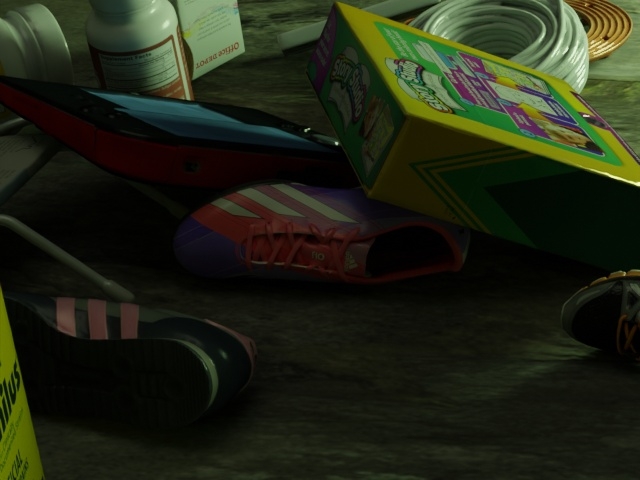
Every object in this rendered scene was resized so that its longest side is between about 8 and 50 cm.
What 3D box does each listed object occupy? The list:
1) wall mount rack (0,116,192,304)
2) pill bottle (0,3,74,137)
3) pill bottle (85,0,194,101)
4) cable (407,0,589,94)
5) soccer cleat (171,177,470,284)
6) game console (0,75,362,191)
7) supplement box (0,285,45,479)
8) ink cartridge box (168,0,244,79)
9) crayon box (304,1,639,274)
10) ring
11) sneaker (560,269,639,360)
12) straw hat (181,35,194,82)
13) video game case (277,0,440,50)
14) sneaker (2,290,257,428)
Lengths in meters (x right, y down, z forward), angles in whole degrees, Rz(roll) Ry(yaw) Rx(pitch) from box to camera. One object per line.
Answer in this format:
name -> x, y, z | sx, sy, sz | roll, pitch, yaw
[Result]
wall mount rack -> -0.322, -0.028, 1.787 | 0.304, 0.130, 0.350 | -1, 27, 18
pill bottle -> -0.506, -0.203, 2.091 | 0.334, 0.188, 0.188 | -21, 30, -27
pill bottle -> -0.238, -0.245, 2.064 | 0.121, 0.216, 0.121 | -6, 36, 4
cable -> 0.219, -0.234, 2.055 | 0.257, 0.089, 0.257 | -13, 39, 1
soccer cleat -> 0.000, 0.000, 1.674 | 0.318, 0.108, 0.116 | -5, 30, -2
game console -> -0.145, -0.127, 1.849 | 0.386, 0.060, 0.342 | 5, 17, -38
supplement box -> -0.340, 0.138, 1.199 | 0.195, 0.356, 0.194 | -5, 27, 4
ink cartridge box -> -0.206, -0.339, 2.303 | 0.127, 0.176, 0.128 | 11, 31, 36
crayon box -> 0.171, -0.116, 1.723 | 0.313, 0.106, 0.363 | 15, 21, -18
ring -> 0.274, -0.289, 2.257 | 0.337, 0.032, 0.336 | -5, 28, 2
sneaker -> 0.325, 0.086, 1.456 | 0.215, 0.084, 0.083 | 6, 34, 21
straw hat -> -0.237, -0.231, 2.217 | 0.144, 0.144, 0.061 | 0, -15, 12
video game case -> 0.052, -0.305, 2.218 | 0.227, 0.026, 0.206 | -17, 4, 1
sneaker -> -0.209, 0.109, 1.532 | 0.319, 0.112, 0.131 | 13, 16, 28
